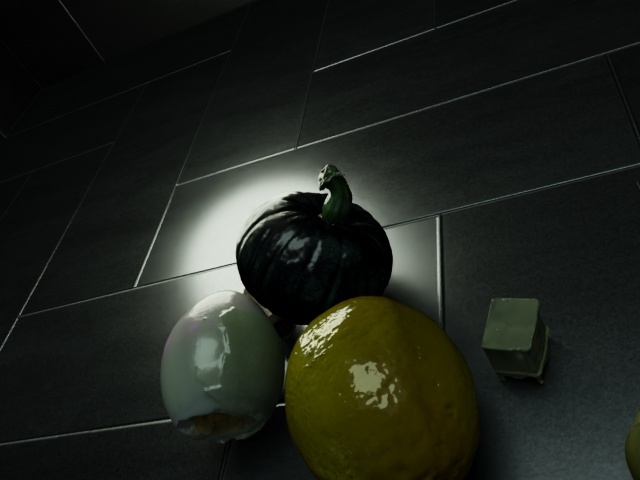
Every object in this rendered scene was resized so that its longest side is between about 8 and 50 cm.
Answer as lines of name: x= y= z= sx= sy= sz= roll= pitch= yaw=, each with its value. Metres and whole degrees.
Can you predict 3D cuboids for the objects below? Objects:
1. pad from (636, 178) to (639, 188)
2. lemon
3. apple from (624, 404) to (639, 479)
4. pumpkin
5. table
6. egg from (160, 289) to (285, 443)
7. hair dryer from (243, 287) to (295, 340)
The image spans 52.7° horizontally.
pad: x=0.571 y=-0.072 z=0.899 sx=0.211 sy=0.003 sz=0.143 roll=-17 pitch=40 yaw=18
lemon: x=0.070 y=0.189 z=0.771 sx=0.236 sy=0.236 sz=0.263 roll=-41 pitch=16 yaw=-12
apple: x=0.385 y=0.196 z=0.590 sx=0.200 sy=0.200 sz=0.200 roll=-19 pitch=40 yaw=16
pumpkin: x=0.000 y=0.000 z=0.995 sx=0.248 sy=0.248 sz=0.248 roll=-19 pitch=40 yaw=16
table: x=0.254 y=0.129 z=0.828 sx=0.062 sy=0.083 sz=0.079 roll=-2 pitch=48 yaw=34
egg: x=-0.144 y=0.176 z=0.960 sx=0.183 sy=0.183 sz=0.217 roll=-19 pitch=51 yaw=15
hair dryer: x=-0.130 y=0.154 z=1.090 sx=0.181 sy=0.064 sz=0.117 roll=-40 pitch=40 yaw=2
